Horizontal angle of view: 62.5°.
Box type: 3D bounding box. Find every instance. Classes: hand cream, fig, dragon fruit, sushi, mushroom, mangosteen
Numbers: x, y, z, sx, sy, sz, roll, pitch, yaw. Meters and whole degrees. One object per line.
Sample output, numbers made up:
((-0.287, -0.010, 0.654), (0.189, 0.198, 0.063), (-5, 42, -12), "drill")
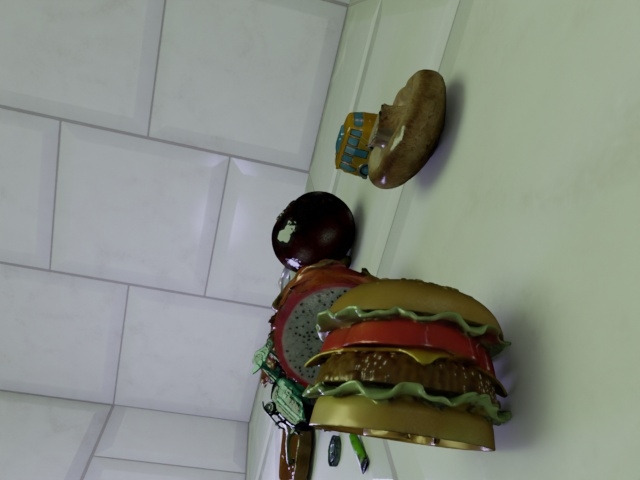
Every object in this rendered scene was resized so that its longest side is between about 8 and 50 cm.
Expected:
((0.091, 0.498, 1.248), (0.122, 0.023, 0.036), (-126, 51, -72), "hand cream")
((-0.089, 0.584, 1.709), (0.259, 0.152, 0.151), (-65, 10, 1), "fig")
((0.037, 0.175, 1.200), (0.225, 0.306, 0.305), (-84, 8, -74), "dragon fruit")
((-0.165, 0.483, 2.306), (0.196, 0.182, 0.342), (122, 161, -83), "sushi")
((0.189, -0.244, 1.165), (0.278, 0.146, 0.278), (-159, 90, -85), "mushroom")
((-0.011, -0.014, 1.747), (0.297, 0.293, 0.297), (-42, -21, -20), "mangosteen")

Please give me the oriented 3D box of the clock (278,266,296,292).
((-0.063, 0.216, 2.035), (0.342, 0.184, 0.325), (104, 167, -48), "clock")

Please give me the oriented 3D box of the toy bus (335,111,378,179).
((0.119, -0.301, 1.656), (0.209, 0.136, 0.126), (109, 168, -45), "toy bus")

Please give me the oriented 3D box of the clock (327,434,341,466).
((0.038, 0.586, 1.469), (0.085, 0.017, 0.085), (-169, 90, -80), "clock")

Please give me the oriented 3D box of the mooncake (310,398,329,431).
((0.006, 0.508, 1.592), (0.125, 0.073, 0.129), (130, 148, -68), "mooncake")

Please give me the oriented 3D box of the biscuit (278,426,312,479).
((-0.093, 0.758, 1.886), (0.381, 0.075, 0.358), (-98, 23, -69), "biscuit")

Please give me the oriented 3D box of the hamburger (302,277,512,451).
((0.119, 0.163, 0.723), (0.274, 0.275, 0.212), (123, 157, -66), "hamburger")

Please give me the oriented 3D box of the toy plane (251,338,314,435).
((-0.103, 0.449, 1.583), (0.155, 0.106, 0.382), (-52, 45, -4), "toy plane")
